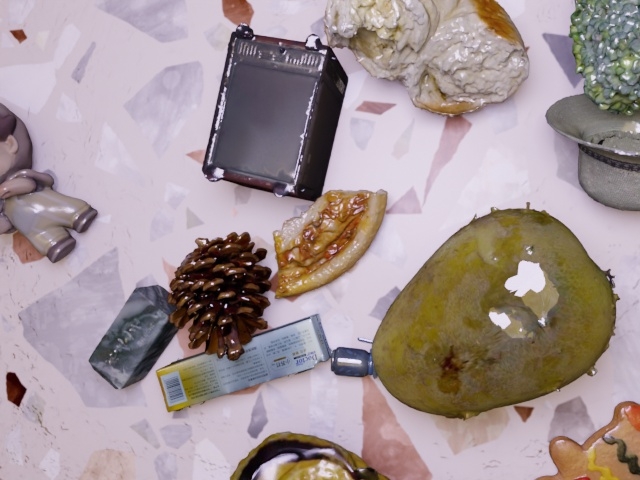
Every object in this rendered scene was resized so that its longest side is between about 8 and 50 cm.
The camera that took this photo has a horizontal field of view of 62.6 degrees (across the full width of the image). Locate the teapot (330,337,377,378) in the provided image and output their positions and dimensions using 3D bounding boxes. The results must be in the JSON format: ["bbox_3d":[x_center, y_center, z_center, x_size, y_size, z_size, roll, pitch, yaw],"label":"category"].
[{"bbox_3d":[0.061,0.206,0.911,0.083,0.063,0.049,4,123,6],"label":"teapot"}]

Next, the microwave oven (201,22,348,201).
[{"bbox_3d":[-0.077,-0.198,0.873,0.188,0.178,0.247,15,93,10],"label":"microwave oven"}]

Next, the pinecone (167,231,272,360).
[{"bbox_3d":[-0.168,0.097,0.875,0.168,0.185,0.212,10,56,-13],"label":"pinecone"}]

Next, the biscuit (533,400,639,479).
[{"bbox_3d":[0.437,0.377,0.828,0.250,0.036,0.165,-36,81,10],"label":"biscuit"}]

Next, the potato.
[{"bbox_3d":[0.249,0.129,0.783,0.359,0.219,0.270,-47,71,16],"label":"potato"}]

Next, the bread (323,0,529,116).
[{"bbox_3d":[0.152,-0.328,0.812,0.314,0.171,0.192,15,52,-15],"label":"bread"}]

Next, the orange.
[{"bbox_3d":[0.012,0.477,0.829,0.368,0.210,0.271,31,73,10],"label":"orange"}]

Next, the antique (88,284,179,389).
[{"bbox_3d":[-0.338,0.182,0.976,0.088,0.086,0.183,36,97,11],"label":"antique"}]

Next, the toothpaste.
[{"bbox_3d":[-0.138,0.219,0.940,0.313,0.071,0.089,-20,83,12],"label":"toothpaste"}]

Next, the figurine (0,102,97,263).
[{"bbox_3d":[-0.608,-0.123,0.993,0.380,0.203,0.248,39,105,-2],"label":"figurine"}]

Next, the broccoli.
[{"bbox_3d":[0.496,-0.343,0.699,0.277,0.317,0.338,-34,62,50],"label":"broccoli"}]

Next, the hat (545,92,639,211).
[{"bbox_3d":[0.451,-0.117,0.764,0.257,0.257,0.130,5,124,13],"label":"hat"}]

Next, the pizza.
[{"bbox_3d":[0.007,0.002,0.898,0.271,0.056,0.134,-33,114,13],"label":"pizza"}]
